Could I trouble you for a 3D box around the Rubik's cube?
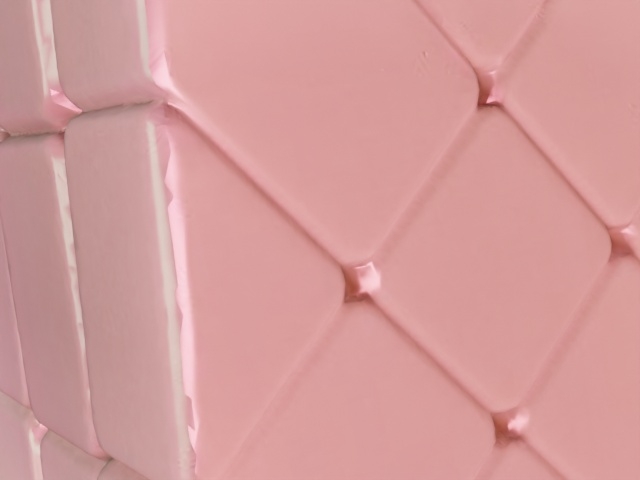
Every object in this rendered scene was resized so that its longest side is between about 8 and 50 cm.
[{"bbox_3d":[0.000,0.000,0.594,0.316,0.322,0.319,6,102,61],"label":"Rubik's cube"}]
